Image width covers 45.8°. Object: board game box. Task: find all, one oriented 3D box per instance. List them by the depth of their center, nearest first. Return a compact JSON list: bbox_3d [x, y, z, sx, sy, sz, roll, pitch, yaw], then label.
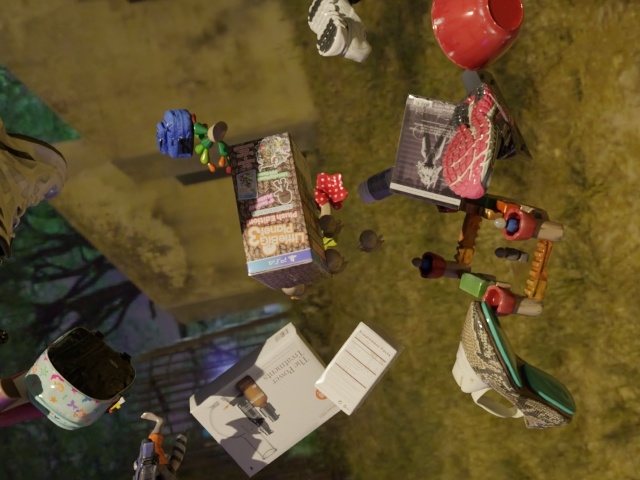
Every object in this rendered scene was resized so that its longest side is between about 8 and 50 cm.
[{"bbox_3d":[-0.088,-0.058,1.690,0.232,0.141,0.291,50,-151,-74],"label":"board game box"}]

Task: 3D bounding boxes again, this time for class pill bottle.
[{"bbox_3d":[0.180,-0.159,2.190,0.078,0.137,0.078,24,-124,-41],"label":"pill bottle"}]

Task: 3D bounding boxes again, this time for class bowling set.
[{"bbox_3d":[0.000,0.000,1.883,0.200,0.287,0.154,63,-176,16],"label":"bowling set"}]

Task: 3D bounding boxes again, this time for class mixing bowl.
[{"bbox_3d":[0.303,-0.411,1.382,0.098,0.181,0.182,-9,92,60],"label":"mixing bowl"}]

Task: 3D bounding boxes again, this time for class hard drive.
[{"bbox_3d":[0.439,-0.310,1.893,0.172,0.054,0.255,-2,-113,-60],"label":"hard drive"}]

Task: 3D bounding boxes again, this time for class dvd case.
[{"bbox_3d":[0.247,-0.192,1.642,0.018,0.164,0.221,-22,-55,-62],"label":"dvd case"}]

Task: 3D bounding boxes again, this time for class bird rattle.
[{"bbox_3d":[-0.023,-0.092,2.261,0.143,0.206,0.254,127,149,-70],"label":"bird rattle"}]

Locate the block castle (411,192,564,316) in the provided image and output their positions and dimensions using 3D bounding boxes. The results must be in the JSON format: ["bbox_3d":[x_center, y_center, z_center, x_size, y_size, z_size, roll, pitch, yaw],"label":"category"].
[{"bbox_3d":[0.455,0.019,2.163,0.453,0.212,0.303,-146,67,-66],"label":"block castle"}]

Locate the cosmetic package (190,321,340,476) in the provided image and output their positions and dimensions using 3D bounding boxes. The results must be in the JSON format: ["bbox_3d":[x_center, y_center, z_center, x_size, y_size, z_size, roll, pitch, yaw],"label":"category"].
[{"bbox_3d":[-0.144,0.464,2.202,0.284,0.377,0.097,52,-179,-21],"label":"cosmetic package"}]

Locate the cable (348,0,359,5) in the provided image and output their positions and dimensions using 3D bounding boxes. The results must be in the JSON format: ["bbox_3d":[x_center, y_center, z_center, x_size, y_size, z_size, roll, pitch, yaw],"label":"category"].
[{"bbox_3d":[0.045,-0.654,1.894,0.151,0.184,0.047,53,-139,-21],"label":"cable"}]

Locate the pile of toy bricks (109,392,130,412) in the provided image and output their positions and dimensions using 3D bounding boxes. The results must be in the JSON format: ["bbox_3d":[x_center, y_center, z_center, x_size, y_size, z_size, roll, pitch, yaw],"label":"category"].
[{"bbox_3d":[-0.675,0.428,2.314,0.212,0.105,0.118,60,178,9],"label":"pile of toy bricks"}]

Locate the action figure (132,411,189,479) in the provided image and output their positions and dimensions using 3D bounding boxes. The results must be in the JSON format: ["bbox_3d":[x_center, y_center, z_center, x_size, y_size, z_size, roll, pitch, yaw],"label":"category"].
[{"bbox_3d":[-0.424,0.623,2.052,0.330,0.178,0.341,-111,31,-50],"label":"action figure"}]

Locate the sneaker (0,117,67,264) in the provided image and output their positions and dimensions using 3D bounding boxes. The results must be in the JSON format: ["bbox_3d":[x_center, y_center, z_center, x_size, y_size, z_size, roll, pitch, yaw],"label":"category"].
[{"bbox_3d":[-0.595,-0.069,1.375,0.447,0.169,0.258,68,-162,-80],"label":"sneaker"}]

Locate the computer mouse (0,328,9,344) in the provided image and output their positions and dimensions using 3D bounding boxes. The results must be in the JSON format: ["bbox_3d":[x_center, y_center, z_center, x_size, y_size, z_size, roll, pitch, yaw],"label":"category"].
[{"bbox_3d":[-0.643,0.198,1.434,0.242,0.071,0.041,-122,49,-79],"label":"computer mouse"}]

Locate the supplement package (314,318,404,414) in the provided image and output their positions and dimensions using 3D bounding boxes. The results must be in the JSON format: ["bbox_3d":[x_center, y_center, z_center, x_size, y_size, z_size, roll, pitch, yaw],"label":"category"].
[{"bbox_3d":[0.088,0.277,1.676,0.105,0.179,0.105,38,-173,14],"label":"supplement package"}]

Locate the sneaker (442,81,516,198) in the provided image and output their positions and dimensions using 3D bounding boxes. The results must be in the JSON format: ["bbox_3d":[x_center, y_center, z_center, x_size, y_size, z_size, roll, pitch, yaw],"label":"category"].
[{"bbox_3d":[0.316,-0.184,1.433,0.112,0.121,0.299,37,-135,-16],"label":"sneaker"}]

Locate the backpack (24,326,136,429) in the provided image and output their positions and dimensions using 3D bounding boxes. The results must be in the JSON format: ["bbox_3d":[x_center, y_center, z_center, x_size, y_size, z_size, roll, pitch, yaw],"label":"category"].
[{"bbox_3d":[-0.605,0.351,1.881,0.225,0.191,0.253,41,-173,-2],"label":"backpack"}]

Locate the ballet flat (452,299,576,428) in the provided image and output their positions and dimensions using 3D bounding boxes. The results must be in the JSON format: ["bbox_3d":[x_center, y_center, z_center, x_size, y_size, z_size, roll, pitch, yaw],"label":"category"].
[{"bbox_3d":[0.421,0.322,1.764,0.483,0.182,0.164,43,-152,-35],"label":"ballet flat"}]

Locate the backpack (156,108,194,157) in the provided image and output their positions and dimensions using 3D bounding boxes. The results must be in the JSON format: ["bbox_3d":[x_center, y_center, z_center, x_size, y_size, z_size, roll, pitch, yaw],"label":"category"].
[{"bbox_3d":[-0.391,-0.293,2.047,0.098,0.101,0.120,48,136,51],"label":"backpack"}]

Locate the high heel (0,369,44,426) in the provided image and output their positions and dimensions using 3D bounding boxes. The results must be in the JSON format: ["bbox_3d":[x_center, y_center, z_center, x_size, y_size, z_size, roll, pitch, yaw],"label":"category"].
[{"bbox_3d":[-0.788,0.410,1.879,0.127,0.181,0.377,59,176,16],"label":"high heel"}]

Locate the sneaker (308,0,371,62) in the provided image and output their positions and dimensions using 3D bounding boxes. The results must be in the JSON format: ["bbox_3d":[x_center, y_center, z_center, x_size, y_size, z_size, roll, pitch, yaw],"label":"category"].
[{"bbox_3d":[0.046,-0.521,1.815,0.110,0.118,0.292,-55,32,39],"label":"sneaker"}]

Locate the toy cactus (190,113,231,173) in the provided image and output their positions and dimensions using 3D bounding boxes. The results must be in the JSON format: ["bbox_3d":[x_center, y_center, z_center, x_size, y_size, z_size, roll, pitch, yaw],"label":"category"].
[{"bbox_3d":[-0.316,-0.303,2.249,0.219,0.112,0.180,48,146,-8],"label":"toy cactus"}]
